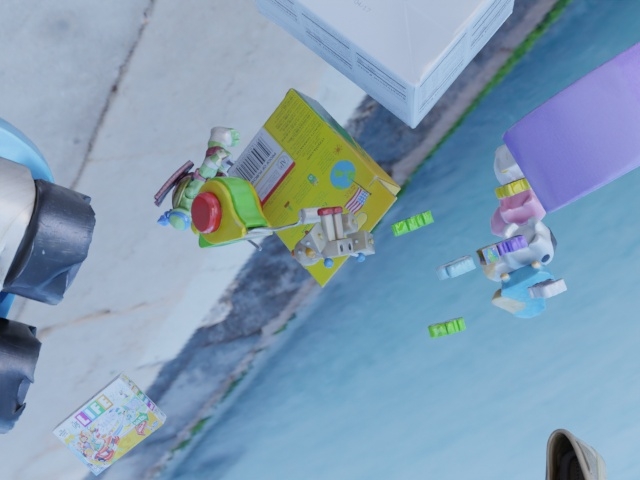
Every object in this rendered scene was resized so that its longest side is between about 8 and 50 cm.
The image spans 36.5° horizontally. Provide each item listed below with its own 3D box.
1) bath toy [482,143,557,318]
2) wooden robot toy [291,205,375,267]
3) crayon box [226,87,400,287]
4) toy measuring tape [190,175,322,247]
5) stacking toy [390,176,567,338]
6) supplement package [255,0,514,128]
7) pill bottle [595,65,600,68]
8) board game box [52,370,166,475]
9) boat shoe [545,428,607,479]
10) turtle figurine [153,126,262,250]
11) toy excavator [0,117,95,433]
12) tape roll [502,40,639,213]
[{"bbox_3d":[0.381,-0.031,1.841,0.151,0.348,0.129,-18,138,32],"label":"bath toy"},{"bbox_3d":[0.000,0.000,1.237,0.079,0.076,0.173,-15,177,27],"label":"wooden robot toy"},{"bbox_3d":[-0.005,-0.086,1.656,0.202,0.318,0.081,-50,144,16],"label":"crayon box"},{"bbox_3d":[-0.117,-0.060,1.574,0.121,0.121,0.330,-8,178,-39],"label":"toy measuring tape"},{"bbox_3d":[0.217,0.022,1.322,0.221,0.167,0.052,-20,-178,-16],"label":"stacking toy"},{"bbox_3d":[0.075,-0.307,1.170,0.204,0.262,0.145,-50,168,-7],"label":"supplement package"},{"bbox_3d":[0.650,-0.231,1.880,0.161,0.283,0.161,20,90,-80],"label":"pill bottle"},{"bbox_3d":[-0.337,0.293,1.546,0.154,0.103,0.026,-39,-170,16],"label":"board game box"},{"bbox_3d":[0.436,0.483,1.678,0.122,0.341,0.110,-31,119,27],"label":"boat shoe"},{"bbox_3d":[-0.200,-0.111,2.089,0.275,0.266,0.198,-17,127,27],"label":"turtle figurine"},{"bbox_3d":[-0.431,0.034,1.009,0.222,0.445,0.433,19,106,-28],"label":"toy excavator"},{"bbox_3d":[0.309,-0.130,0.895,0.275,0.090,0.275,-29,176,-2],"label":"tape roll"}]
